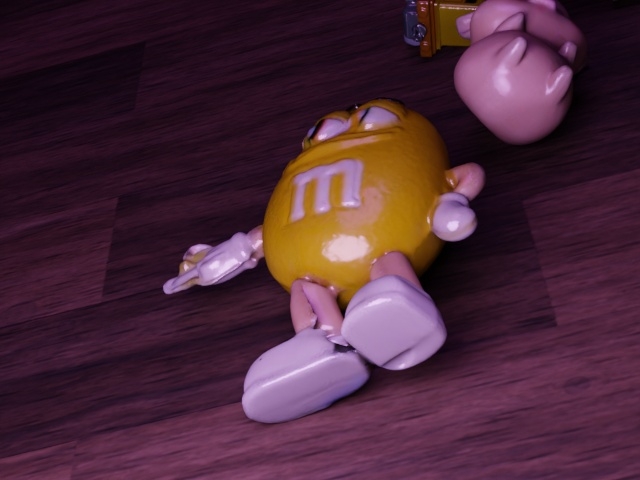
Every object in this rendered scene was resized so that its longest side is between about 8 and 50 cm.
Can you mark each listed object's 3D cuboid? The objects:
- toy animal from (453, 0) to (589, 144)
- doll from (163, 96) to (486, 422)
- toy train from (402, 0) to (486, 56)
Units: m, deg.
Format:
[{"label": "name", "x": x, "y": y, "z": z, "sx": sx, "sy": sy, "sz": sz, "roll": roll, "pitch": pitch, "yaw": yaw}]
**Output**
[{"label": "toy animal", "x": 0.241, "y": -0.209, "z": 1.777, "sx": 0.154, "sy": 0.166, "sz": 0.250, "roll": -49, "pitch": 8, "yaw": 33}, {"label": "doll", "x": 0.019, "y": 0.012, "z": 1.542, "sx": 0.348, "sy": 0.161, "sz": 0.423, "roll": -33, "pitch": 33, "yaw": -7}, {"label": "toy train", "x": 0.184, "y": -0.332, "z": 2.067, "sx": 0.127, "sy": 0.089, "sz": 0.219, "roll": 7, "pitch": 37, "yaw": 18}]
